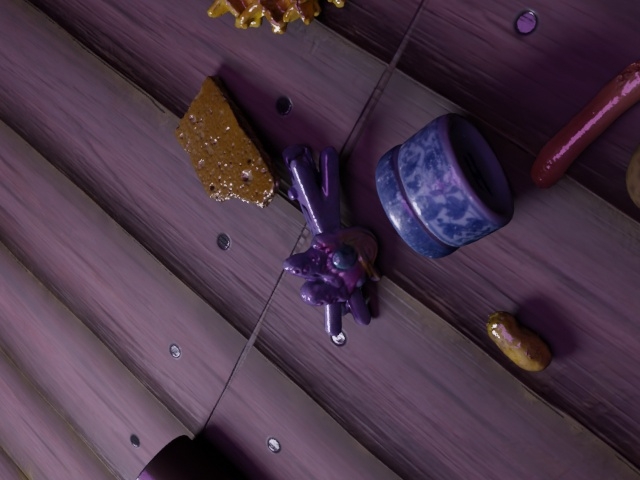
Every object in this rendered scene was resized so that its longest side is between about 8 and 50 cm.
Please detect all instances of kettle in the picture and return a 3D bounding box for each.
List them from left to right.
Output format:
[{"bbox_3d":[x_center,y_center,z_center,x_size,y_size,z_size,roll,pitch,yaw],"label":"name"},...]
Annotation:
[{"bbox_3d":[-0.200,0.480,1.073,0.232,0.144,0.202,35,136,18],"label":"kettle"}]

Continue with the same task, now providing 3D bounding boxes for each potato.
[{"bbox_3d":[0.244,0.125,0.770,0.092,0.046,0.045,40,83,8],"label":"potato"}]

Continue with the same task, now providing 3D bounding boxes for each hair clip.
[{"bbox_3d":[0.004,-0.004,0.851,0.090,0.137,0.278,-15,92,69],"label":"hair clip"}]

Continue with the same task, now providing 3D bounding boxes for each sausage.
[{"bbox_3d":[0.302,-0.131,0.680,0.043,0.043,0.186,49,121,13],"label":"sausage"}]

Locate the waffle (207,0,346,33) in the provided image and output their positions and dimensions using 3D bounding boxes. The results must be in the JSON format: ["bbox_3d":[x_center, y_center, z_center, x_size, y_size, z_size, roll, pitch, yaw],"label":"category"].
[{"bbox_3d":[-0.066,-0.413,0.832,0.293,0.069,0.260,10,108,27],"label":"waffle"}]

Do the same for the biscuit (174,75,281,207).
[{"bbox_3d":[-0.142,-0.127,0.935,0.131,0.026,0.237,-50,60,33],"label":"biscuit"}]

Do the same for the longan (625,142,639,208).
[{"bbox_3d":[0.367,-0.068,0.622,0.113,0.092,0.113,9,115,20],"label":"longan"}]

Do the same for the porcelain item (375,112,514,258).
[{"bbox_3d":[0.143,-0.061,0.730,0.114,0.147,0.147,-30,84,35],"label":"porcelain item"}]
